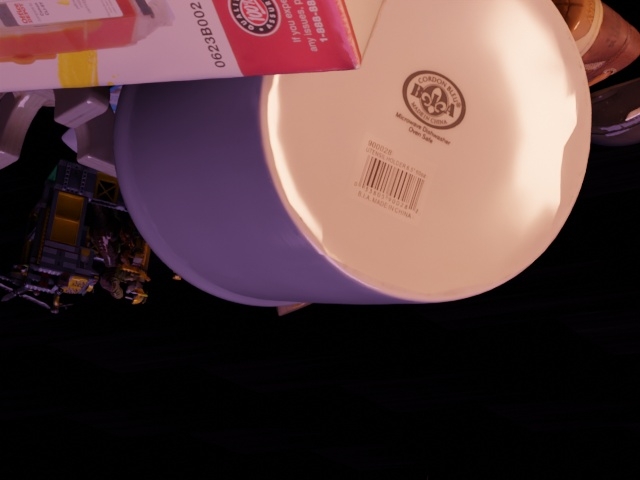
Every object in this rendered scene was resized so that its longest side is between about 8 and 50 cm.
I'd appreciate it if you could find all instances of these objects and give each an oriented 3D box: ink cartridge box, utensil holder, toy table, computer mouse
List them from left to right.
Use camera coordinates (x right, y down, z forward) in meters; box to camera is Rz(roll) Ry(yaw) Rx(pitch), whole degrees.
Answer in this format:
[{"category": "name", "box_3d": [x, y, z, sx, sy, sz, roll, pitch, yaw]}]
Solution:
[{"category": "toy table", "box_3d": [-0.301, -0.178, 1.687, 0.252, 0.161, 0.274, 17, 156, -24]}, {"category": "ink cartridge box", "box_3d": [-0.165, -0.260, 1.099, 0.385, 0.160, 0.279, -1, 134, 22]}, {"category": "utensil holder", "box_3d": [0.019, -0.100, 1.403, 0.328, 0.327, 0.385, 16, 172, -22]}, {"category": "computer mouse", "box_3d": [0.355, -0.146, 1.533, 0.262, 0.060, 0.184, -18, 173, 15]}]

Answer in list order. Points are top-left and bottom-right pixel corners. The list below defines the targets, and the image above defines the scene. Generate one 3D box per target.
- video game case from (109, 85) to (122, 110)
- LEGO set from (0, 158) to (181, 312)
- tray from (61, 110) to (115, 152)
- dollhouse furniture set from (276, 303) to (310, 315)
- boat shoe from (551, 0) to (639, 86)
[{"category": "video game case", "box_3d": [-0.185, -0.177, 1.850, 0.119, 0.015, 0.166, 20, 155, -31]}, {"category": "LEGO set", "box_3d": [-0.321, 0.034, 2.189, 0.255, 0.192, 0.331, 18, 156, -27]}, {"category": "tray", "box_3d": [-0.200, -0.087, 2.004, 0.270, 0.030, 0.145, 27, 154, -20]}, {"category": "dollhouse furniture set", "box_3d": [0.000, 0.000, 2.150, 0.184, 0.129, 0.129, -22, 161, -8]}, {"category": "boat shoe", "box_3d": [0.196, -0.163, 1.631, 0.123, 0.123, 0.342, 22, 148, -30]}]
